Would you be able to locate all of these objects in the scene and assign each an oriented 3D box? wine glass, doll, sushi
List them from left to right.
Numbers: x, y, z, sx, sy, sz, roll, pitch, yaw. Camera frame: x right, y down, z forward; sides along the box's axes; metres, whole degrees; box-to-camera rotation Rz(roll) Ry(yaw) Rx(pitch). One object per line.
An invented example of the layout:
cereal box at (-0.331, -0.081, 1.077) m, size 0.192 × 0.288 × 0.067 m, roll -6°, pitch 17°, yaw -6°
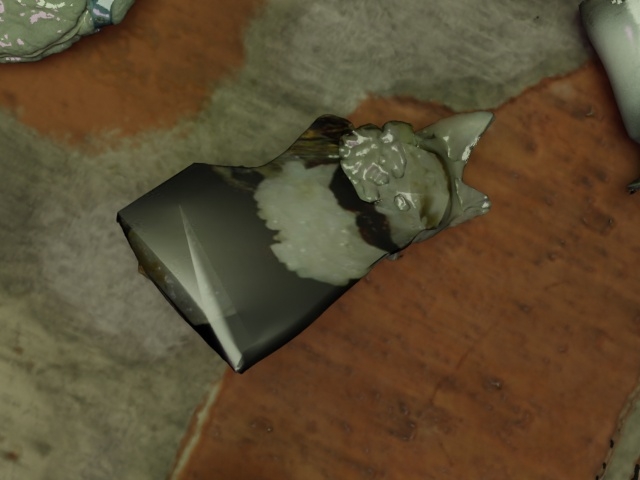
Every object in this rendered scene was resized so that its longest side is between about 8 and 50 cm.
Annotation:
doll at (-0.217, -0.182, 0.687) m, size 0.214 × 0.071 × 0.103 m, roll -16°, pitch 89°, yaw 0°
sushi at (-0.001, -0.020, 0.694) m, size 0.273 × 0.109 × 0.134 m, roll -31°, pitch 86°, yaw -19°
wine glass at (0.248, -0.117, 0.720) m, size 0.072 × 0.072 × 0.155 m, roll -14°, pitch 90°, yaw -4°
